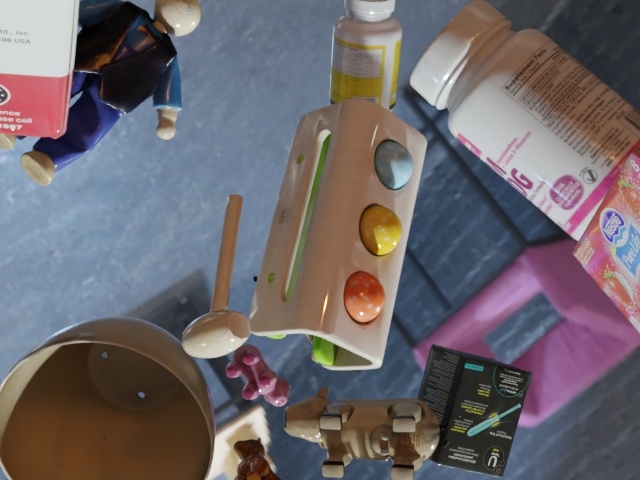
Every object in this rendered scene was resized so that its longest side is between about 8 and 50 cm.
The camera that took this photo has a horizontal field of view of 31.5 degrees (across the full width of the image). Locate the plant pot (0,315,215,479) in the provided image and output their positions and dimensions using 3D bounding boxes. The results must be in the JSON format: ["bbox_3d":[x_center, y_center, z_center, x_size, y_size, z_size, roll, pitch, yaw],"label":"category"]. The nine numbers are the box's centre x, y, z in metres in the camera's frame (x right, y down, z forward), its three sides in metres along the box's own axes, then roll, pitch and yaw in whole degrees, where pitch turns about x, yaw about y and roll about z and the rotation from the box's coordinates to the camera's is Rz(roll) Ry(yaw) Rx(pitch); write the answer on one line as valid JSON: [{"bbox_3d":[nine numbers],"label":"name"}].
[{"bbox_3d":[-0.266,0.210,1.497,0.284,0.284,0.191,-43,-166,21],"label":"plant pot"}]

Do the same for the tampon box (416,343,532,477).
[{"bbox_3d":[0.215,0.249,1.666,0.120,0.101,0.161,16,89,-25],"label":"tampon box"}]

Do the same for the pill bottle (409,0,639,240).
[{"bbox_3d":[0.254,-0.146,1.341,0.160,0.283,0.160,-46,169,-11],"label":"pill bottle"}]

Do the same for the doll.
[{"bbox_3d":[-0.160,-0.123,0.862,0.189,0.129,0.046,-48,-174,-21],"label":"doll"}]

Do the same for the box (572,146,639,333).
[{"bbox_3d":[0.346,-0.021,1.070,0.128,0.122,0.257,-34,163,-12],"label":"box"}]

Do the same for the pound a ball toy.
[{"bbox_3d":[0.000,0.000,1.219,0.208,0.319,0.136,30,154,-37],"label":"pound a ball toy"}]

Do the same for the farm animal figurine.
[{"bbox_3d":[0.025,0.236,1.592,0.172,0.327,0.330,-35,142,-76],"label":"farm animal figurine"}]

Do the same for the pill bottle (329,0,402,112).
[{"bbox_3d":[0.068,-0.281,1.696,0.103,0.103,0.184,-21,129,-35],"label":"pill bottle"}]

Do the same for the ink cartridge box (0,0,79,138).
[{"bbox_3d":[-0.205,-0.172,0.516,0.197,0.114,0.273,4,152,-14],"label":"ink cartridge box"}]
